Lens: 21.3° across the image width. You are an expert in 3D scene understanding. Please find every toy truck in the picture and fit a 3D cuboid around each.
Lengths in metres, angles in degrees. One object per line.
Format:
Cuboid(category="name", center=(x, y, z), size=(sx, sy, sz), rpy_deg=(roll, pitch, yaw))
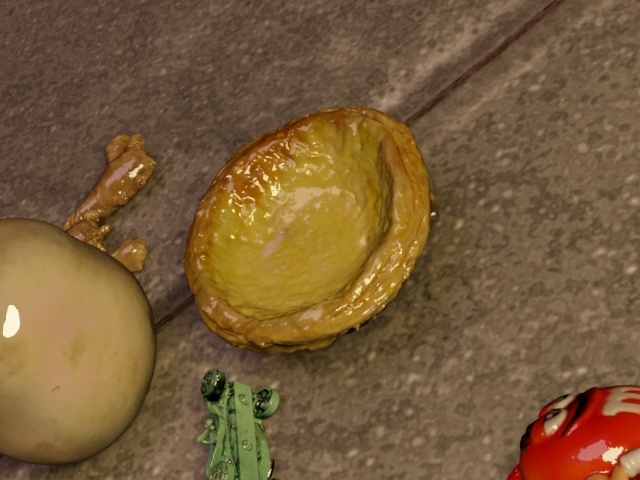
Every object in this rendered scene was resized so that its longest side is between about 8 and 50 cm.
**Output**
Cuboid(category="toy truck", center=(-0.086, 0.204, 1.634), size=(0.078, 0.080, 0.154), rpy_deg=(-44, 38, 33))

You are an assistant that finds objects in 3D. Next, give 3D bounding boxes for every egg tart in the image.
Cuboid(category="egg tart", center=(0.000, 0.000, 1.693), size=(0.294, 0.123, 0.294), rpy_deg=(-17, 49, 21))

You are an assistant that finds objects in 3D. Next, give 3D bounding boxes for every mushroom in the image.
Cuboid(category="mushroom", center=(-0.305, 0.106, 1.763), size=(0.234, 0.254, 0.260), rpy_deg=(-11, 91, 56))

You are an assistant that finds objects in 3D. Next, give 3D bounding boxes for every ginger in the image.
Cuboid(category="ginger", center=(-0.252, -0.028, 1.954), size=(0.176, 0.052, 0.193), rpy_deg=(-36, 44, 1))

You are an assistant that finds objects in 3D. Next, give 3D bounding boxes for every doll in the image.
Cuboid(category="doll", center=(0.250, 0.157, 1.388), size=(0.217, 0.085, 0.183), rpy_deg=(-15, 13, 33))
